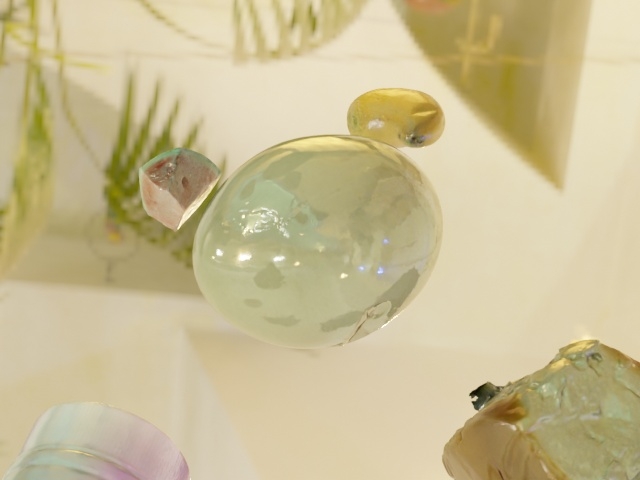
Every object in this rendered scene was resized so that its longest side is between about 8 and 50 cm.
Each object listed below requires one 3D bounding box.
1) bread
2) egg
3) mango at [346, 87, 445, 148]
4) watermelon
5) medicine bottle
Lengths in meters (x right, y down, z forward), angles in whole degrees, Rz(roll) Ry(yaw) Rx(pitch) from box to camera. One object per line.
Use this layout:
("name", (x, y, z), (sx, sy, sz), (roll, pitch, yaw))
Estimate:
("bread", (0.285, 0.245, 1.900), (0.279, 0.225, 0.250), (37, 158, -3))
("egg", (0.000, 0.000, 1.802), (0.269, 0.219, 0.219), (-29, -151, -21))
("mango", (0.097, -0.153, 2.213), (0.098, 0.075, 0.190), (-35, -158, -19))
("watermelon", (-0.151, -0.054, 1.933), (0.092, 0.072, 0.084), (-13, 155, -7))
("medicine bottle", (-0.212, 0.270, 1.419), (0.152, 0.152, 0.254), (10, -134, 12))
